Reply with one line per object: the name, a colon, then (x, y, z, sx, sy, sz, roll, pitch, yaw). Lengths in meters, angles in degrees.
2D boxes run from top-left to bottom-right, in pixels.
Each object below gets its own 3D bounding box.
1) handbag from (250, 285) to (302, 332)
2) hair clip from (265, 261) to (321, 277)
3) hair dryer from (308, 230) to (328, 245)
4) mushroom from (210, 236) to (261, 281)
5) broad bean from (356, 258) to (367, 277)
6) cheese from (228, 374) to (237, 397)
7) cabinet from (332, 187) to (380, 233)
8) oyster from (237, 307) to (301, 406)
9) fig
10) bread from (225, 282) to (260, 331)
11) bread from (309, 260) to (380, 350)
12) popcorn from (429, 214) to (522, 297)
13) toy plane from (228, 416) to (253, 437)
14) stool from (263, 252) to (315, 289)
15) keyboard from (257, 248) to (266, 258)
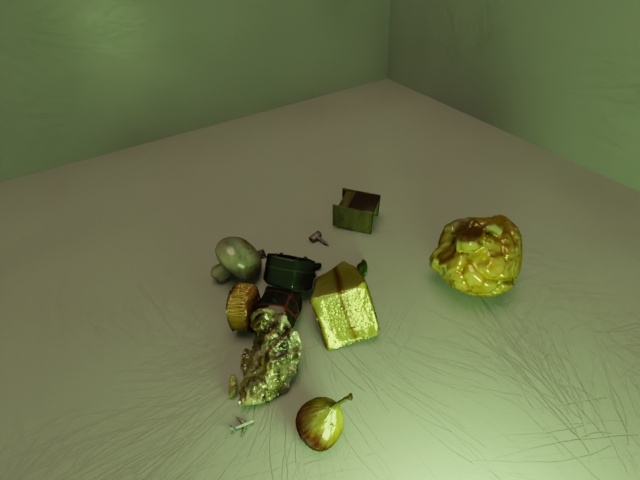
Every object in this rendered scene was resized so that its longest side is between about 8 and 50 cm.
handbag: (-0.171, 0.294, 1.647, 0.169, 0.155, 0.215, 8, 36, 10)
hair clip: (-0.134, 0.124, 1.939, 0.275, 0.048, 0.083, 6, 43, 20)
hair dryer: (0.000, 0.000, 2.075, 0.063, 0.037, 0.114, -36, 56, -29)
mushroom: (-0.403, 0.106, 1.881, 0.243, 0.244, 0.244, -3, 40, 2)
broad bean: (0.181, 0.153, 1.863, 0.061, 0.046, 0.195, 20, 47, 23)
cheese: (-0.318, 0.529, 1.471, 0.030, 0.044, 0.083, 5, 36, -13)
cabinet: (0.191, -0.157, 2.153, 0.215, 0.148, 0.175, 13, 43, 14)
oyster: (-0.202, 0.433, 1.470, 0.237, 0.115, 0.351, 16, 68, 24)
fig: (0.033, 0.563, 1.296, 0.230, 0.143, 0.160, -34, 35, 10)
bread: (-0.306, 0.274, 1.652, 0.104, 0.199, 0.199, 4, 41, 10)
bread: (0.097, 0.253, 1.723, 0.233, 0.245, 0.362, -18, 10, 4)
popcorn: (0.669, 0.067, 1.718, 0.389, 0.344, 0.354, -6, 77, -37)
toy plane: (-0.266, 0.626, 1.365, 0.084, 0.024, 0.078, -10, 35, -16)
stool: (-0.136, 0.133, 1.779, 0.232, 0.141, 0.232, 10, 1, 0)
keyboard: (-0.374, 0.092, 2.015, 0.204, 0.013, 0.061, -18, 42, -15)
